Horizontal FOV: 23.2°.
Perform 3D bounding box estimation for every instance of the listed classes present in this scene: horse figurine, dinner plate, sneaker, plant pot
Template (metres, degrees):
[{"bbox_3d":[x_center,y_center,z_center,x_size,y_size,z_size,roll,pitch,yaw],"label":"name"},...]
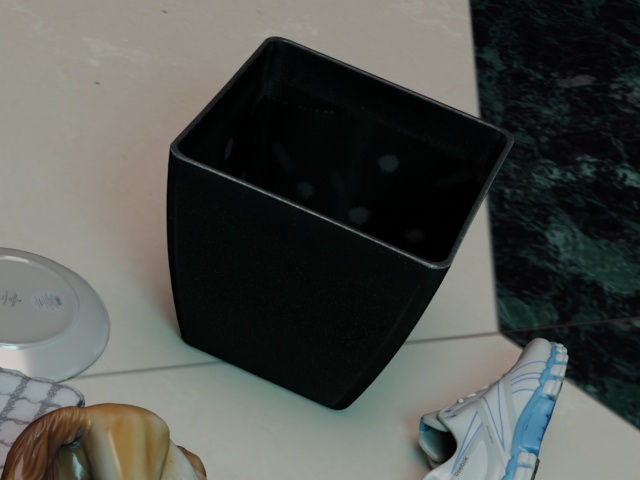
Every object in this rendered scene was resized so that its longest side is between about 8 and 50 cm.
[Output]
[{"bbox_3d":[-0.093,0.152,0.790,0.066,0.263,0.175,-16,58,15],"label":"horse figurine"},{"bbox_3d":[-0.208,0.044,1.037,0.141,0.017,0.141,13,36,-10],"label":"dinner plate"},{"bbox_3d":[0.110,0.119,1.033,0.082,0.071,0.191,18,34,10],"label":"sneaker"},{"bbox_3d":[0.000,0.000,1.057,0.187,0.167,0.188,23,35,8],"label":"plant pot"}]

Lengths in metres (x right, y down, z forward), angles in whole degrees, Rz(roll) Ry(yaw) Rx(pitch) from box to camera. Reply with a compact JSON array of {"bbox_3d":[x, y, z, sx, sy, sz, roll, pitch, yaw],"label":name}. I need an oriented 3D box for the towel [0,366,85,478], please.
[{"bbox_3d":[-0.273,0.161,0.766,0.235,0.121,0.284,17,37,1],"label":"towel"}]
